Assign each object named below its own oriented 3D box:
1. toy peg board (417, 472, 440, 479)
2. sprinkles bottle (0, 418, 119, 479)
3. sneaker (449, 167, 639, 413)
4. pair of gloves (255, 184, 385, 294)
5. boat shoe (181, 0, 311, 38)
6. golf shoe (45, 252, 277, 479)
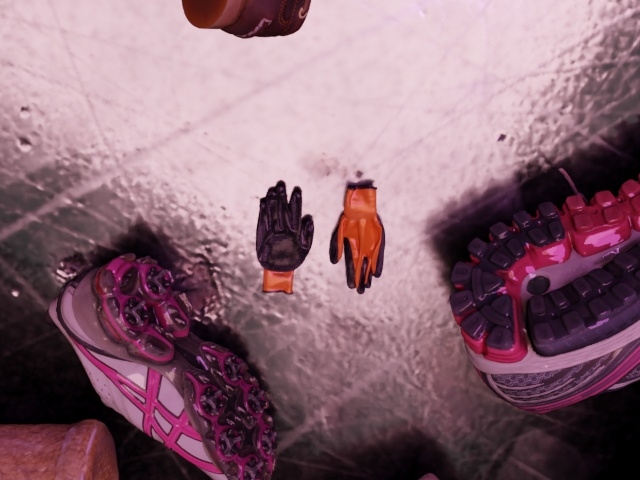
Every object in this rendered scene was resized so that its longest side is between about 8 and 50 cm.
[{"bbox_3d":[0.043,0.259,0.637,0.161,0.079,0.161,-34,107,-7],"label":"toy peg board"},{"bbox_3d":[-0.314,0.171,0.563,0.355,0.121,0.121,1,108,-2],"label":"sprinkles bottle"},{"bbox_3d":[0.224,0.004,0.543,0.299,0.121,0.112,-23,136,5],"label":"sneaker"},{"bbox_3d":[0.000,0.000,0.576,0.083,0.010,0.074,0,109,1],"label":"pair of gloves"},{"bbox_3d":[-0.025,-0.213,0.483,0.073,0.073,0.207,-5,117,-40],"label":"boat shoe"},{"bbox_3d":[-0.098,0.093,0.582,0.086,0.067,0.186,-23,109,33],"label":"golf shoe"}]
